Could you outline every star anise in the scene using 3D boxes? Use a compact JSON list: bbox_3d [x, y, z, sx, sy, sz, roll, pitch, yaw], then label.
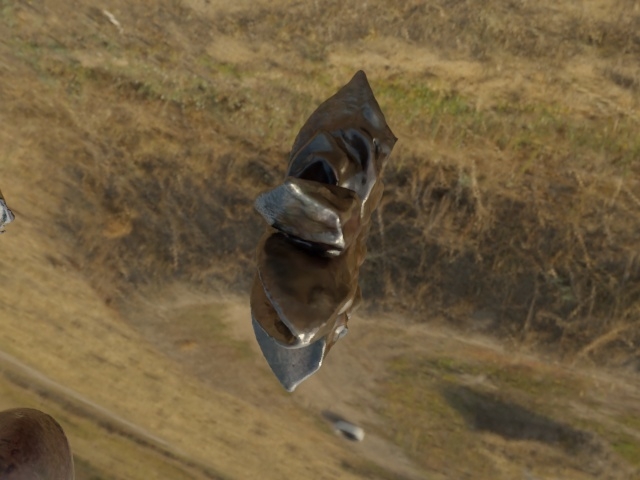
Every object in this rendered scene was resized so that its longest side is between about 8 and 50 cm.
[{"bbox_3d":[0.003,-0.014,0.748,0.108,0.315,0.315,17,157,8],"label":"star anise"}]

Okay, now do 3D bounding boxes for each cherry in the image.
[{"bbox_3d":[-0.443,0.351,1.092,0.184,0.266,0.213,1,118,12],"label":"cherry"}]

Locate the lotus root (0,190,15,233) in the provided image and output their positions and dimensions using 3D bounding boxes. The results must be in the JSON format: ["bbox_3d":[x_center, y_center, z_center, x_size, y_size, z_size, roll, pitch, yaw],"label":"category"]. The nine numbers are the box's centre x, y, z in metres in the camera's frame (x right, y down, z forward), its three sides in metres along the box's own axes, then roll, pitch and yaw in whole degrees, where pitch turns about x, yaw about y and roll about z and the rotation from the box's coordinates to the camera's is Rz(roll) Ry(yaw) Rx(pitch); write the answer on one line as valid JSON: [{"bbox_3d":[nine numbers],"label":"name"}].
[{"bbox_3d":[-0.419,-0.078,0.666,0.192,0.272,0.272,68,155,7],"label":"lotus root"}]
